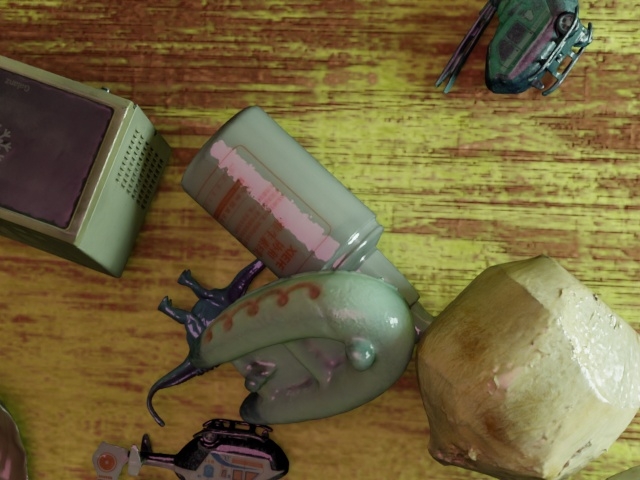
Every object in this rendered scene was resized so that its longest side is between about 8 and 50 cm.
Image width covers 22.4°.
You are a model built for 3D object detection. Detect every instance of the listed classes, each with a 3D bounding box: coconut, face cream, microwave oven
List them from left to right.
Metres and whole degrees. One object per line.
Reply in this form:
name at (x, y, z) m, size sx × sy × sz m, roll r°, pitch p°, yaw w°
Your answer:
microwave oven at (-0.273, -0.081, 1.412) m, size 0.240 × 0.194 × 0.145 m, roll 19°, pitch 84°, yaw 10°
face cream at (0.000, 0.000, 1.403) m, size 0.251 × 0.101 × 0.101 m, roll 43°, pitch 93°, yaw 5°
coconut at (0.164, 0.116, 1.332) m, size 0.194 × 0.194 × 0.194 m, roll -1°, pitch 86°, yaw 9°

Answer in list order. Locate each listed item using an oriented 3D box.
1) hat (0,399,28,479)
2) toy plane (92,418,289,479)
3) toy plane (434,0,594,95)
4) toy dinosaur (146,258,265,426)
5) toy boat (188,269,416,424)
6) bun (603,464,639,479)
hat at (-0.369, 0.204, 1.465) m, size 0.173 × 0.166 × 0.144 m, roll -9°, pitch 46°, yaw 39°
toy plane at (-0.107, 0.199, 1.433) m, size 0.197 × 0.053 × 0.078 m, roll 4°, pitch 95°, yaw 6°
toy plane at (0.198, -0.211, 1.412) m, size 0.096 × 0.060 × 0.235 m, roll 37°, pitch 97°, yaw 23°
toy dinosaur at (-0.104, 0.072, 1.443) m, size 0.080 × 0.045 × 0.197 m, roll 32°, pitch 84°, yaw 1°
toy boat at (-0.013, 0.100, 1.364) m, size 0.207 × 0.079 × 0.134 m, roll -21°, pitch 118°, yaw 30°
bun at (0.291, 0.305, 1.305) m, size 0.272 × 0.168 × 0.273 m, roll 0°, pitch 76°, yaw 2°
